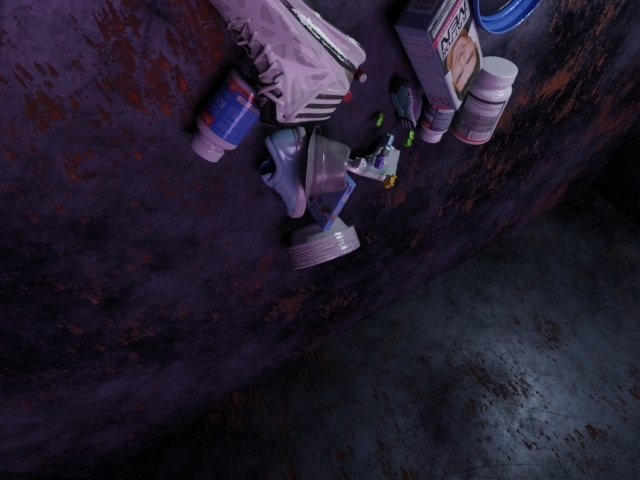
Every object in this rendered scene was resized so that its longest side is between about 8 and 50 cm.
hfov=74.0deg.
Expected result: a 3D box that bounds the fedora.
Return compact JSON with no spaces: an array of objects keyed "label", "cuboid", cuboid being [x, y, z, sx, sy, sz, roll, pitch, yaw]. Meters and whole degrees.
[{"label":"fedora","cuboid":[0.026,-0.228,1.319,0.124,0.244,0.275,5,-174,1]}]

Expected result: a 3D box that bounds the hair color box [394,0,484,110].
[{"label":"hair color box","cuboid":[0.364,-0.574,1.255,0.186,0.113,0.374,-60,147,0]}]

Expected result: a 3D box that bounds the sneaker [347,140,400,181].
[{"label":"sneaker","cuboid":[0.175,-0.308,1.546,0.255,0.094,0.151,9,105,-30]}]

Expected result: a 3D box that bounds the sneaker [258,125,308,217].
[{"label":"sneaker","cuboid":[-0.124,-0.209,1.366,0.149,0.135,0.366,-7,140,-9]}]

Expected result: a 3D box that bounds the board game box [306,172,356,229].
[{"label":"board game box","cuboid":[0.025,-0.168,1.505,0.039,0.160,0.212,-6,140,-39]}]

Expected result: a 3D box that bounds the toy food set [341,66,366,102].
[{"label":"toy food set","cuboid":[0.059,-0.455,1.192,0.111,0.105,0.232,-21,147,-21]}]

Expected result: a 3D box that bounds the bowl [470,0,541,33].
[{"label":"bowl","cuboid":[0.554,-0.792,1.184,0.390,0.077,0.391,-29,145,-22]}]

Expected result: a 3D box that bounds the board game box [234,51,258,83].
[{"label":"board game box","cuboid":[-0.082,-0.467,1.086,0.194,0.060,0.194,-45,148,18]}]

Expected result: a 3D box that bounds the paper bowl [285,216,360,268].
[{"label":"paper bowl","cuboid":[0.000,0.000,1.658,0.283,0.148,0.284,-20,-177,1]}]

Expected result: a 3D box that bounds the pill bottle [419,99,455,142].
[{"label":"pill bottle","cuboid":[0.424,-0.451,1.542,0.107,0.108,0.180,-21,146,-21]}]

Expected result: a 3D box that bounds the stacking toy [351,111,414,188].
[{"label":"stacking toy","cuboid":[0.220,-0.315,1.488,0.166,0.052,0.221,22,92,-30]}]

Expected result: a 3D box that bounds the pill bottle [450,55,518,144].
[{"label":"pill bottle","cuboid":[0.602,-0.515,1.571,0.161,0.161,0.283,-21,147,-21]}]

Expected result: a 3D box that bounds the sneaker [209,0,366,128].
[{"label":"sneaker","cuboid":[-0.114,-0.395,0.917,0.447,0.169,0.258,19,99,-35]}]

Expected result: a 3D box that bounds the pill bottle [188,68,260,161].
[{"label":"pill bottle","cuboid":[-0.239,-0.312,1.089,0.221,0.124,0.124,-47,147,19]}]

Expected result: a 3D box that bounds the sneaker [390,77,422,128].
[{"label":"sneaker","cuboid":[0.298,-0.483,1.435,0.098,0.083,0.224,-56,153,-12]}]
